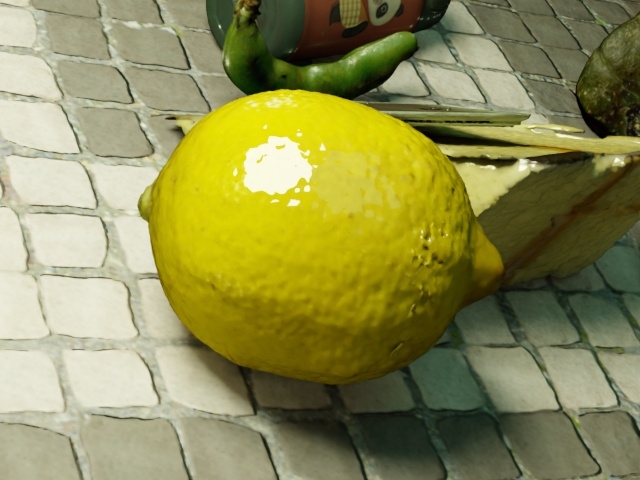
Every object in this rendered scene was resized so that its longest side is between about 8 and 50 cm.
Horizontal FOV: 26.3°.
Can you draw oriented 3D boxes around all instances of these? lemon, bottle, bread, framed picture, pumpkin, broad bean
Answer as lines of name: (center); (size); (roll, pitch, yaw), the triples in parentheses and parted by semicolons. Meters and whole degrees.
lemon: (0.000, 0.000, 1.173); (0.320, 0.245, 0.245); (14, 36, 0)
bottle: (0.026, -0.297, 1.655); (0.336, 0.144, 0.144); (-17, 54, -45)
bread: (0.120, -0.108, 1.419); (0.405, 0.242, 0.346); (44, 33, 20)
framed picture: (0.055, -0.130, 1.390); (0.216, 0.016, 0.273); (-1, 8, -20)
pumpkin: (0.519, -0.217, 1.800); (0.325, 0.232, 0.242); (-4, 48, -31)
broad bean: (-0.010, -0.200, 1.513); (0.292, 0.144, 0.049); (10, 36, -50)
